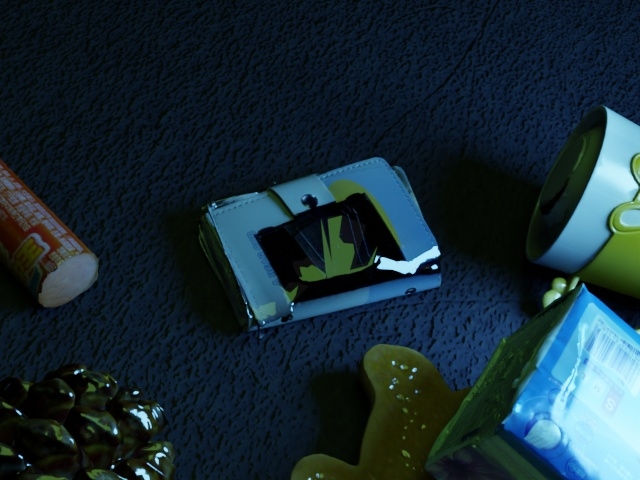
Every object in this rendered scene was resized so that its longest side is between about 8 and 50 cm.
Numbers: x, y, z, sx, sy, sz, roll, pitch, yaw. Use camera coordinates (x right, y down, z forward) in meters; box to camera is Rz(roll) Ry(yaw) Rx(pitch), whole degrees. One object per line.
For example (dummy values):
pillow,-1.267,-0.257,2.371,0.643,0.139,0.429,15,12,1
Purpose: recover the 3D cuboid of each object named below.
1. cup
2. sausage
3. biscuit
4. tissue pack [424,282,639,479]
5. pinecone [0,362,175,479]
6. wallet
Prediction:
cup,0.341,0.003,1.196,0.226,0.185,0.241,22,85,-3
sausage,-0.333,-0.046,1.108,0.074,0.074,0.274,-34,67,-32
biscuit,0.072,0.246,0.995,0.216,0.047,0.339,23,49,-1
tissue pack,0.255,0.204,0.983,0.263,0.146,0.198,43,49,-1
pinecone,-0.217,0.214,0.849,0.224,0.224,0.272,21,47,2
wallet,0.000,0.000,1.162,0.231,0.069,0.170,-14,62,-22
